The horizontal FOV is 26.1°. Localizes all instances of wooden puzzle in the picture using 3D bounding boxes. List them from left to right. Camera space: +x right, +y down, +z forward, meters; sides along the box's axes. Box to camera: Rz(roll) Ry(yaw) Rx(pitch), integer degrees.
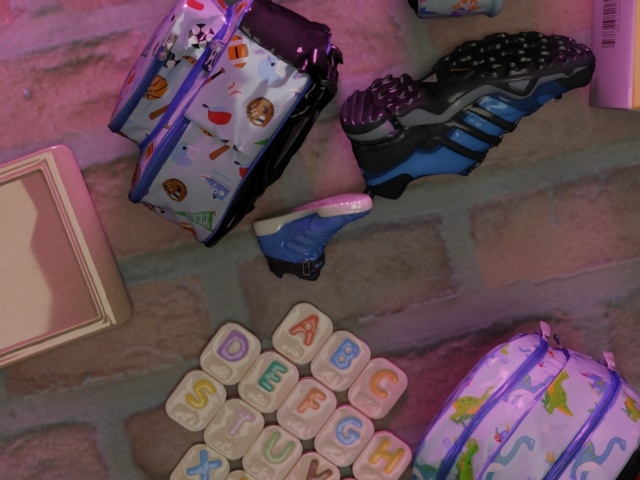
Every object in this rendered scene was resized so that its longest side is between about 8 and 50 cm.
[{"bbox_3d":[-0.363,0.029,1.584,0.239,0.044,0.221,-21,98,-6],"label":"wooden puzzle"}]

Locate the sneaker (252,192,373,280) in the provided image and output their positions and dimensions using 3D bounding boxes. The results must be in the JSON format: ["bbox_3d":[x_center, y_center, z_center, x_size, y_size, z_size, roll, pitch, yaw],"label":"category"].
[{"bbox_3d":[0.000,0.000,1.578,0.152,0.058,0.084,-14,100,24],"label":"sneaker"}]

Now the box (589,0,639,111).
[{"bbox_3d":[0.494,-0.251,1.548,0.345,0.168,0.215,0,97,-5],"label":"box"}]

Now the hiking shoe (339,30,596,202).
[{"bbox_3d":[0.172,-0.146,1.584,0.304,0.113,0.132,-18,125,-5],"label":"hiking shoe"}]

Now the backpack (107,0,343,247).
[{"bbox_3d":[-0.110,-0.137,1.478,0.213,0.276,0.263,25,101,-2],"label":"backpack"}]

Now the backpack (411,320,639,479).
[{"bbox_3d":[0.226,0.233,1.496,0.273,0.355,0.290,43,93,-7],"label":"backpack"}]

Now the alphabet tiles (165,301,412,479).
[{"bbox_3d":[-0.037,0.228,1.642,0.284,0.021,0.278,37,93,-8],"label":"alphabet tiles"}]

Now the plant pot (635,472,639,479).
[{"bbox_3d":[0.423,0.351,1.612,0.191,0.191,0.174,15,101,-6],"label":"plant pot"}]

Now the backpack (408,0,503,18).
[{"bbox_3d":[0.159,-0.364,1.481,0.191,0.225,0.253,3,101,0],"label":"backpack"}]
